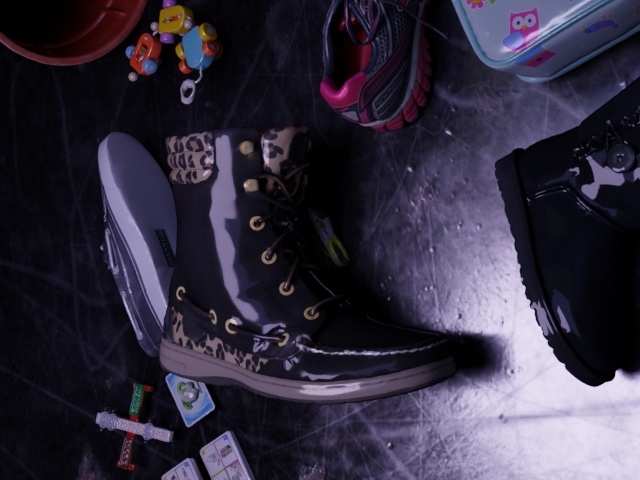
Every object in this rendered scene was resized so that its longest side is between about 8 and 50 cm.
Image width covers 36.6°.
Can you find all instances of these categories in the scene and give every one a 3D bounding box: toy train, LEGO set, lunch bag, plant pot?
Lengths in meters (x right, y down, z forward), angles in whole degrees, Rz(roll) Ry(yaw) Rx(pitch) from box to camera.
[{"bbox_3d":[-0.188,-0.246,1.280,0.166,0.046,0.125,36,109,38],"label":"toy train"},{"bbox_3d":[-0.194,0.253,1.253,0.182,0.060,0.244,-38,65,17],"label":"LEGO set"},{"bbox_3d":[0.210,-0.305,0.923,0.224,0.108,0.279,-32,65,39],"label":"lunch bag"},{"bbox_3d":[-0.421,-0.396,1.356,0.265,0.272,0.272,20,99,46],"label":"plant pot"}]

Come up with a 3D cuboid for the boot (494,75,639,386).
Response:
[{"bbox_3d":[0.277,-0.018,0.852,0.207,0.094,0.246,-31,62,37],"label":"boot"}]

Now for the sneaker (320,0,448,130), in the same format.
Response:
[{"bbox_3d":[0.063,-0.273,1.037,0.121,0.112,0.299,-3,83,39],"label":"sneaker"}]

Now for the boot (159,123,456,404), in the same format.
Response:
[{"bbox_3d":[-0.033,0.018,1.045,0.377,0.138,0.284,2,96,40],"label":"boot"}]

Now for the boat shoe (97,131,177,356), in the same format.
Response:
[{"bbox_3d":[-0.239,0.005,1.263,0.102,0.108,0.301,-31,75,28],"label":"boat shoe"}]

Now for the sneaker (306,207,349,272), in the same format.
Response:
[{"bbox_3d":[0.000,0.000,1.114,0.035,0.031,0.083,-41,63,29],"label":"sneaker"}]
